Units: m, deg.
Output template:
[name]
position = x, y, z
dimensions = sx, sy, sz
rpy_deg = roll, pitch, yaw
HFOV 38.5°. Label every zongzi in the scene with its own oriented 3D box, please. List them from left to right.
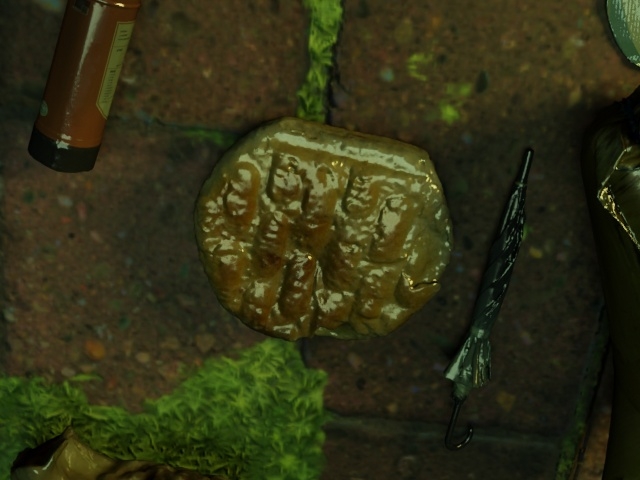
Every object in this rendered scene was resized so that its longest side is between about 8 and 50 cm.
[zongzi]
position = 0.224, 0.060, 0.668
dimensions = 0.260, 0.123, 0.289
rpy_deg = 41, 114, -10

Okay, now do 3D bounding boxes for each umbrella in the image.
[umbrella]
position = 0.126, 0.058, 0.712
dimensions = 0.044, 0.044, 0.269
rpy_deg = -5, 117, -26

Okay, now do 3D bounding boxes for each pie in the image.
[pie]
position = 0.000, 0.000, 0.687
dimensions = 0.195, 0.046, 0.195
rpy_deg = 1, 113, 2

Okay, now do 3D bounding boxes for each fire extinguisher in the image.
[fire extinguisher]
position = -0.160, -0.135, 0.631
dimensions = 0.062, 0.050, 0.177
rpy_deg = 36, 116, 29

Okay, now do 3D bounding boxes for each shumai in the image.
[shumai]
position = -0.173, 0.229, 0.760
dimensions = 0.206, 0.166, 0.176
rpy_deg = -35, 86, 16

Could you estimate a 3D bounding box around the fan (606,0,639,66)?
[fan]
position = 0.244, -0.192, 0.607
dimensions = 0.113, 0.005, 0.175
rpy_deg = -12, 114, 8
